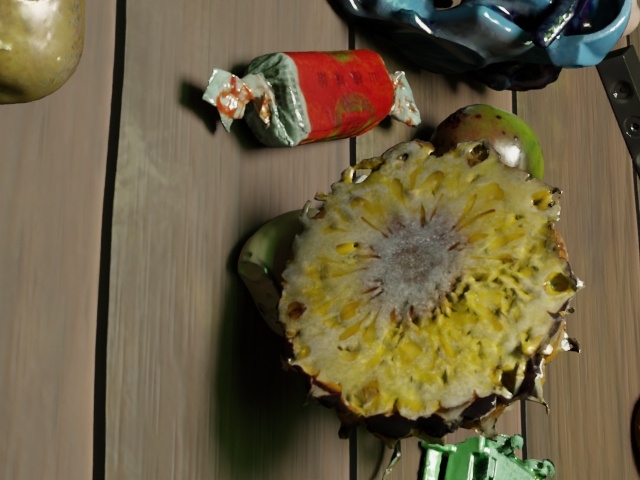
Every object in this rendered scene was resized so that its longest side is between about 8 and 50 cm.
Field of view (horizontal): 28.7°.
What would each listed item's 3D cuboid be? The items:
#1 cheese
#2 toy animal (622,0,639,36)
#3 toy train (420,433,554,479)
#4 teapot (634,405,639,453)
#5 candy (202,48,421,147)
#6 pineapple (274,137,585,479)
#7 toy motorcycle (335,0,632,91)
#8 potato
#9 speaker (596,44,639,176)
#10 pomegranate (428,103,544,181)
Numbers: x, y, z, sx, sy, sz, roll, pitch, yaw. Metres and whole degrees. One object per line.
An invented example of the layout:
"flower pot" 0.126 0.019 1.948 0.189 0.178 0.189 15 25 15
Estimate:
"cheese" 0.000 0.000 1.101 0.192 0.037 0.097 -47 116 -44
"toy animal" 0.345 -0.297 1.521 0.212 0.124 0.124 -24 99 -46
"toy train" 0.163 0.242 1.203 0.149 0.081 0.099 38 53 -44
"teapot" 0.425 0.235 1.512 0.098 0.078 0.129 -10 71 -11
"candy" 0.002 -0.128 1.121 0.292 0.059 0.086 -13 89 -51
"pineapple" 0.116 0.086 1.071 0.272 0.262 0.263 55 39 -60
"toy motorcycle" 0.141 -0.271 1.185 0.416 0.232 0.172 37 66 -37
"potato" -0.223 -0.179 0.828 0.137 0.137 0.176 -22 119 -50
"speaker" 0.415 -0.156 1.622 0.046 0.040 0.191 -41 111 -47
"pomegranate" 0.160 -0.075 1.257 0.130 0.130 0.130 16 69 -46
